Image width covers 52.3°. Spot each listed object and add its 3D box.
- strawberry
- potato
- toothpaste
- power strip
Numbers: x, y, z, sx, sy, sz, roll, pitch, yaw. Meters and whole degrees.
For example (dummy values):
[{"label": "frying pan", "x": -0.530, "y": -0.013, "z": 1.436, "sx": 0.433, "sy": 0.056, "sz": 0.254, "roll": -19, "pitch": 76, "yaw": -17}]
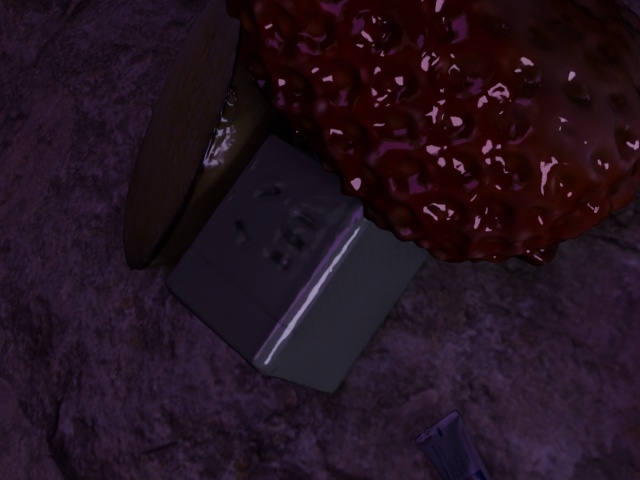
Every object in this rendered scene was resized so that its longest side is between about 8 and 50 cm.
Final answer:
[{"label": "strawberry", "x": 0.107, "y": -0.129, "z": 0.460, "sx": 0.149, "sy": 0.336, "sz": 0.265, "roll": -18, "pitch": 53, "yaw": 58}, {"label": "potato", "x": -0.110, "y": -0.102, "z": 0.680, "sx": 0.299, "sy": 0.115, "sz": 0.239, "roll": -59, "pitch": 38, "yaw": 24}, {"label": "toothpaste", "x": 0.129, "y": 0.210, "z": 0.486, "sx": 0.045, "sy": 0.028, "sz": 0.170, "roll": -42, "pitch": 55, "yaw": 16}, {"label": "power strip", "x": 0.000, "y": 0.000, "z": 0.574, "sx": 0.140, "sy": 0.139, "sz": 0.224, "roll": 35, "pitch": 89, "yaw": 35}]
